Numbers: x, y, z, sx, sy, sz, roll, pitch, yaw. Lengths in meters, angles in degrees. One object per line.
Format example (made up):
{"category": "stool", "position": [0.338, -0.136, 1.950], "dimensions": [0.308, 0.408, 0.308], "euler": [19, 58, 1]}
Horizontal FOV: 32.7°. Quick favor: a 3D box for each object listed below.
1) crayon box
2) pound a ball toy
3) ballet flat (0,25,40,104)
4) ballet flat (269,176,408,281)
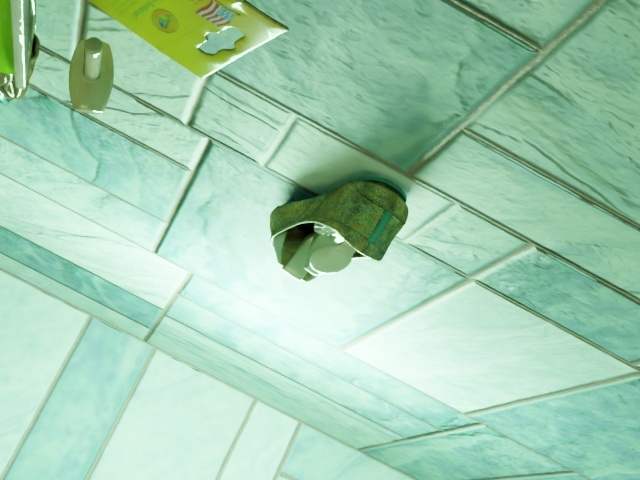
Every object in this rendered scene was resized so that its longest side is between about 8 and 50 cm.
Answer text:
{"category": "crayon box", "position": [-0.183, -0.287, 1.005], "dimensions": [0.318, 0.081, 0.202], "euler": [35, 159, -23]}
{"category": "pound a ball toy", "position": [-0.285, -0.235, 0.999], "dimensions": [0.208, 0.135, 0.319], "euler": [5, 167, -13]}
{"category": "ballet flat", "position": [-0.386, -0.232, 1.258], "dimensions": [0.116, 0.124, 0.342], "euler": [33, -179, -2]}
{"category": "ballet flat", "position": [0.000, 0.000, 1.473], "dimensions": [0.123, 0.123, 0.348], "euler": [32, 160, -17]}
